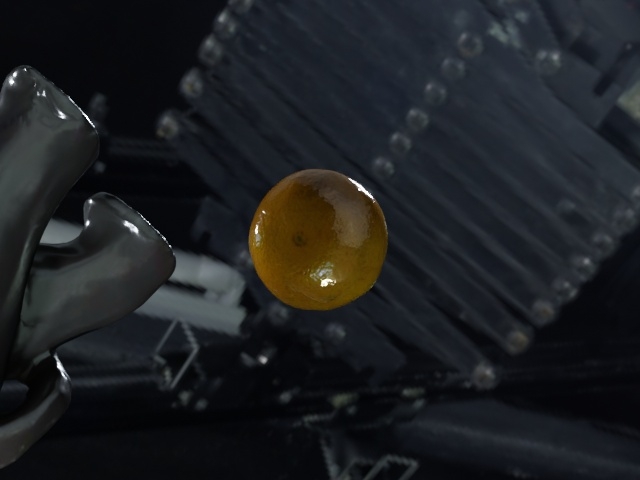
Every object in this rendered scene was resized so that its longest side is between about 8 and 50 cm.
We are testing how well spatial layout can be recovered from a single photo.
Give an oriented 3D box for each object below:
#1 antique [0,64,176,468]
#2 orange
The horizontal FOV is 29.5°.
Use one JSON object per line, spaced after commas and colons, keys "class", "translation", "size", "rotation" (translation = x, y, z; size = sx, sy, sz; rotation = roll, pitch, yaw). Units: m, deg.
{"class": "antique", "translation": [-0.267, -0.006, 0.664], "size": [0.322, 0.185, 0.255], "rotation": [42, -109, -1]}
{"class": "orange", "translation": [0.000, 0.000, 1.330], "size": [0.156, 0.156, 0.124], "rotation": [45, -164, 18]}
